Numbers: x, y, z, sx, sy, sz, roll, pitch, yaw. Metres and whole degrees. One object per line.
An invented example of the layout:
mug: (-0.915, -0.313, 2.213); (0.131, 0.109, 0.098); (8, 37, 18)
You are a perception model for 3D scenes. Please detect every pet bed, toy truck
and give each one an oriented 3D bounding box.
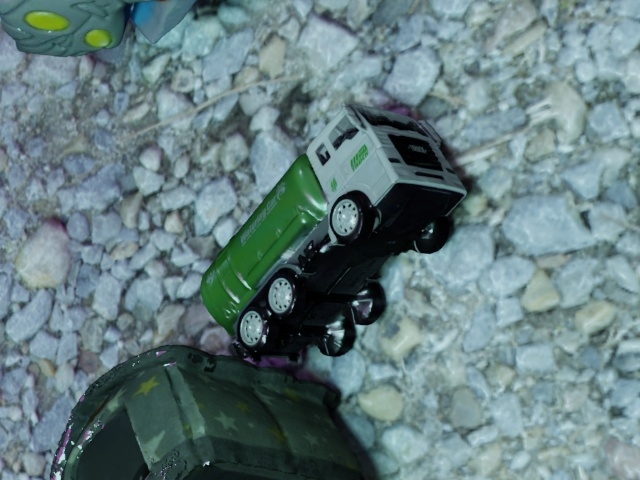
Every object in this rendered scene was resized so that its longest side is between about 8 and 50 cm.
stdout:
pet bed: (-0.093, 0.177, 1.017); (0.183, 0.210, 0.159); (-52, 44, 20)
toy truck: (0.000, 0.000, 1.030); (0.242, 0.101, 0.125); (-48, 52, 32)

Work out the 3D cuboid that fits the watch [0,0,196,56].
watch: (-0.179, -0.316, 1.102); (0.305, 0.241, 0.275); (-41, 51, 32)
